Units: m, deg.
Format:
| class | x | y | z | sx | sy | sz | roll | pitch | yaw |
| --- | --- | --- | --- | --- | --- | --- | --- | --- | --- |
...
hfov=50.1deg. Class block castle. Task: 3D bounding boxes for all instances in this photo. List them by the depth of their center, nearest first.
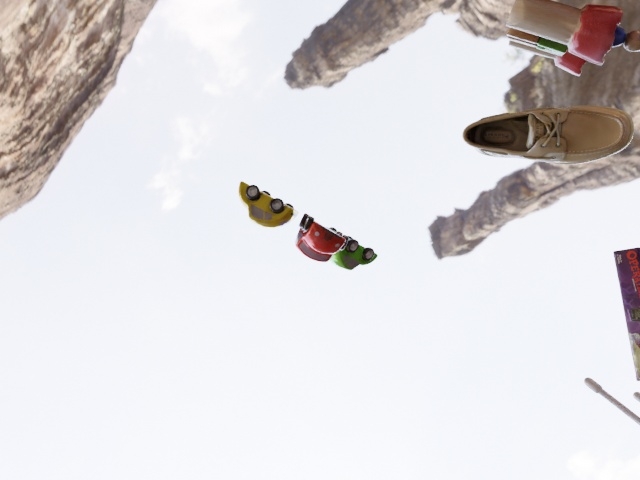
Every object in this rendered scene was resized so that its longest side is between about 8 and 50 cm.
| class | x | y | z | sx | sy | sz | roll | pitch | yaw |
| --- | --- | --- | --- | --- | --- | --- | --- | --- | --- |
| block castle | 0.468 | -0.449 | 1.162 | 0.213 | 0.302 | 0.453 | 21 | -165 | 11 |

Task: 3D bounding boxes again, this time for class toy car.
| class | x | y | z | sx | sy | sz | roll | pitch | yaw |
| --- | --- | --- | --- | --- | --- | --- | --- | --- | --- |
| toy car | 0.000 | 0.000 | 1.021 | 0.225 | 0.239 | 0.053 | 27 | -87 | -43 |

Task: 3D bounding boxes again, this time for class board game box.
| class | x | y | z | sx | sy | sz | roll | pitch | yaw |
| --- | --- | --- | --- | --- | --- | --- | --- | --- | --- |
| board game box | 0.607 | 0.127 | 1.172 | 0.347 | 0.056 | 0.208 | 6 | -103 | -45 |

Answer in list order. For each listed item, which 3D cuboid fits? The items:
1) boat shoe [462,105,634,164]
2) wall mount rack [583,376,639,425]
| class | x | y | z | sx | sy | sz | roll | pitch | yaw |
| --- | --- | --- | --- | --- | --- | --- | --- | --- | --- |
| boat shoe | 0.418 | -0.198 | 1.283 | 0.098 | 0.302 | 0.109 | -8 | -79 | -57 |
| wall mount rack | 0.638 | 0.406 | 1.283 | 0.350 | 0.130 | 0.304 | 21 | -126 | -38 |
